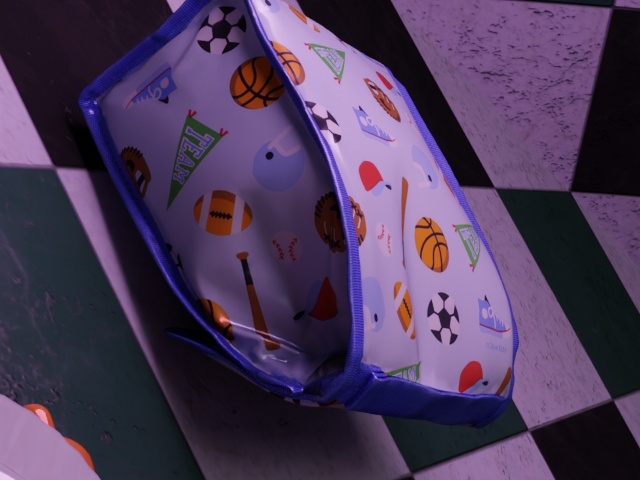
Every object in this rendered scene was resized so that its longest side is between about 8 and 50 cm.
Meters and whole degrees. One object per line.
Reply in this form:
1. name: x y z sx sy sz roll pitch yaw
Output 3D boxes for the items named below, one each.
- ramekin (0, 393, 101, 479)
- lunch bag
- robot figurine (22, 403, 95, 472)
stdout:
1. ramekin: -0.212 0.184 0.732 0.273 0.273 0.127 50 14 -15
2. lunch bag: 0.000 0.000 1.385 0.328 0.239 0.385 17 38 -58
3. robot figurine: -0.185 0.203 0.911 0.158 0.128 0.219 96 -23 -60
